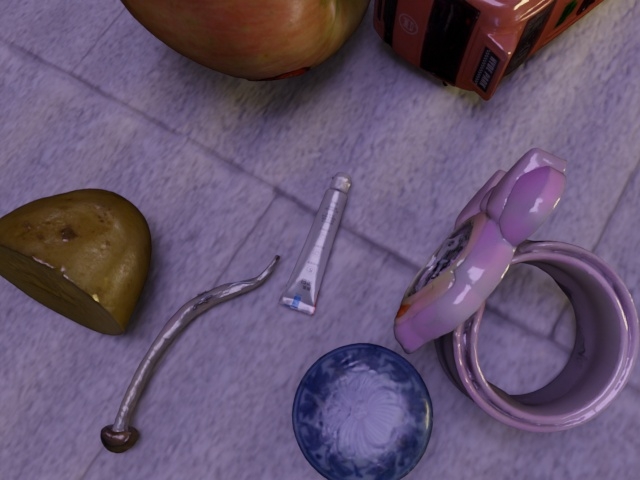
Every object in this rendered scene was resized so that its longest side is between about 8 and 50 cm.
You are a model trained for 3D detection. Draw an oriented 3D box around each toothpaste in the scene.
[{"bbox_3d":[0.000,0.000,0.743,0.048,0.031,0.191,18,76,10],"label":"toothpaste"}]

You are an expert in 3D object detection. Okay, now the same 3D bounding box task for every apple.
[{"bbox_3d":[-0.095,-0.406,0.719,0.346,0.391,0.392,25,74,16],"label":"apple"}]

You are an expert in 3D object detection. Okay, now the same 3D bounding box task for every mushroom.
[{"bbox_3d":[-0.167,0.124,0.714,0.068,0.043,0.306,37,76,0],"label":"mushroom"}]

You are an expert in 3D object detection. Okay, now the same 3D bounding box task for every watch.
[{"bbox_3d":[0.222,0.068,0.625,0.217,0.211,0.248,39,86,0],"label":"watch"}]

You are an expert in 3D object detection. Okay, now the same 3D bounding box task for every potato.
[{"bbox_3d":[-0.293,0.006,0.712,0.203,0.178,0.158,9,54,25],"label":"potato"}]

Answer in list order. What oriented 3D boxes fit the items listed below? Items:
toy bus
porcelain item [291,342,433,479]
[{"bbox_3d":[0.284,-0.390,0.763,0.427,0.203,0.233,-38,75,-10],"label":"toy bus"},{"bbox_3d":[0.048,0.189,0.620,0.147,0.114,0.147,-3,69,7],"label":"porcelain item"}]
